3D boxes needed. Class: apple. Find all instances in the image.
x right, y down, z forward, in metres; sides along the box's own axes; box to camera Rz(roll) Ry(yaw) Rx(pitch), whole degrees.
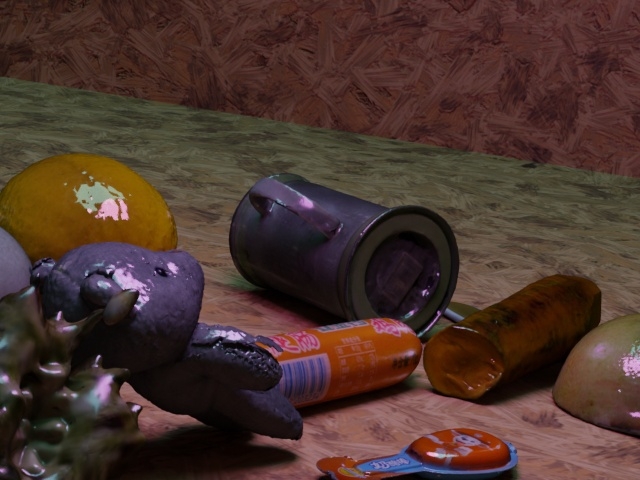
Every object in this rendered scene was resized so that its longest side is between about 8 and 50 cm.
[{"bbox_3d":[0.423,0.171,1.861,0.265,0.120,0.193,9,25,23],"label":"apple"}]

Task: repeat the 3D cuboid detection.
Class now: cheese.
[{"bbox_3d":[0.111,0.236,1.605,0.256,0.037,0.106,-2,14,-34],"label":"cheese"}]

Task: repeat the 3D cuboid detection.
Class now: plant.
[{"bbox_3d":[-0.286,0.175,1.444,0.180,0.251,0.333,5,-12,-23],"label":"plant"}]

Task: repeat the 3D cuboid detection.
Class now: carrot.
[{"bbox_3d":[0.264,0.121,1.953,0.114,0.114,0.302,17,24,38],"label":"carrot"}]

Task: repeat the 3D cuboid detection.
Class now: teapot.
[{"bbox_3d":[0.000,0.000,2.138,0.270,0.200,0.337,41,-13,-36],"label":"teapot"}]

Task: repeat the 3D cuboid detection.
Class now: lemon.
[{"bbox_3d":[-0.318,-0.002,2.002,0.263,0.236,0.236,35,22,14],"label":"lemon"}]

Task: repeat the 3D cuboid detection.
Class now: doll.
[{"bbox_3d":[-0.150,0.098,1.568,0.340,0.158,0.246,30,-17,-37],"label":"doll"}]

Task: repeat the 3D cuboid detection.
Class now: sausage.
[{"bbox_3d":[0.018,0.147,1.816,0.312,0.093,0.093,-7,19,-44],"label":"sausage"}]

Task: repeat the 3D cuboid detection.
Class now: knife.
[{"bbox_3d":[0.278,0.133,2.129,0.061,0.027,0.343,-9,20,-35],"label":"knife"}]

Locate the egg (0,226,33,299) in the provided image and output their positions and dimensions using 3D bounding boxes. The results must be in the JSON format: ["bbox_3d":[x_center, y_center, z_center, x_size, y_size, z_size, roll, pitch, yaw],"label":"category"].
[{"bbox_3d":[-0.466,0.044,1.863,0.236,0.169,0.169,15,16,25],"label":"egg"}]
